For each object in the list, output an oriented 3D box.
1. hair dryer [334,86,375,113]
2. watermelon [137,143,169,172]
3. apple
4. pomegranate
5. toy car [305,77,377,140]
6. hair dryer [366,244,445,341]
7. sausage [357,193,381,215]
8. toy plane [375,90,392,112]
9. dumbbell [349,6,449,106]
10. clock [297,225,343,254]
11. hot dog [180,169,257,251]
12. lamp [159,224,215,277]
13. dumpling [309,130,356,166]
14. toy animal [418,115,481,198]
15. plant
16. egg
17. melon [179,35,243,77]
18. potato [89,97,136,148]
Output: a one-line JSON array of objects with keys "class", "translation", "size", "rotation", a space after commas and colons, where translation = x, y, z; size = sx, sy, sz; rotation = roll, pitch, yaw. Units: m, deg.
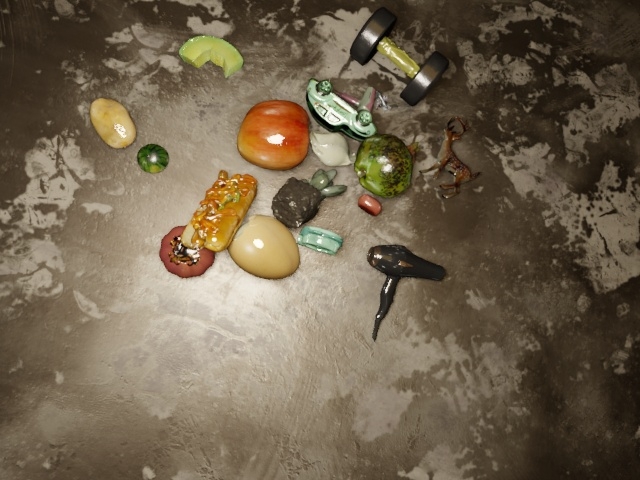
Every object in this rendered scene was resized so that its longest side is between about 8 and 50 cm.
[{"class": "hair dryer", "translation": [0.126, -0.539, 1.572], "size": [0.154, 0.054, 0.106], "rotation": [15, 76, -3]}, {"class": "watermelon", "translation": [-0.575, -0.285, 1.419], "size": [0.106, 0.062, 0.105], "rotation": [1, 79, -6]}, {"class": "apple", "translation": [-0.159, -0.358, 1.410], "size": [0.241, 0.242, 0.241], "rotation": [5, 83, -7]}, {"class": "pomegranate", "translation": [0.239, -0.278, 1.503], "size": [0.204, 0.276, 0.221], "rotation": [-2, 114, 25]}, {"class": "toy car", "translation": [0.060, -0.452, 1.507], "size": [0.306, 0.136, 0.125], "rotation": [39, 88, -5]}, {"class": "hair dryer", "translation": [0.273, 0.200, 1.502], "size": [0.304, 0.120, 0.359], "rotation": [18, 91, -21]}, {"class": "sausage", "translation": [0.182, -0.132, 1.525], "size": [0.094, 0.059, 0.054], "rotation": [33, 73, -2]}, {"class": "toy plane", "translation": [0.235, -0.533, 1.594], "size": [0.079, 0.031, 0.083], "rotation": [-33, 91, -11]}, {"class": "dumbbell", "translation": [0.288, -0.670, 1.532], "size": [0.322, 0.204, 0.203], "rotation": [38, 79, -3]}, {"class": "clock", "translation": [0.000, -0.001, 1.415], "size": [0.148, 0.188, 0.060], "rotation": [18, 80, -4]}, {"class": "hot dog", "translation": [-0.317, -0.106, 1.335], "size": [0.158, 0.117, 0.348], "rotation": [4, 46, 19]}, {"class": "lamp", "translation": [-0.435, 0.035, 1.366], "size": [0.182, 0.140, 0.181], "rotation": [0, 88, -11]}, {"class": "dumpling", "translation": [0.039, -0.345, 1.504], "size": [0.111, 0.155, 0.181], "rotation": [-26, 129, 17]}, {"class": "toy animal", "translation": [0.502, -0.317, 1.600], "size": [0.260, 0.087, 0.243], "rotation": [-44, 105, -13]}, {"class": "plant", "translation": [-0.040, -0.163, 1.432], "size": [0.146, 0.149, 0.275], "rotation": [46, 56, 8]}, {"class": "egg", "translation": [-0.180, 0.028, 1.377], "size": [0.244, 0.201, 0.201], "rotation": [36, 79, -5]}, {"class": "melon", "translation": [-0.384, -0.661, 1.496], "size": [0.210, 0.064, 0.117], "rotation": [22, 80, -8]}, {"class": "potato", "translation": [-0.690, -0.391, 1.391], "size": [0.118, 0.109, 0.178], "rotation": [-33, 95, -33]}]
